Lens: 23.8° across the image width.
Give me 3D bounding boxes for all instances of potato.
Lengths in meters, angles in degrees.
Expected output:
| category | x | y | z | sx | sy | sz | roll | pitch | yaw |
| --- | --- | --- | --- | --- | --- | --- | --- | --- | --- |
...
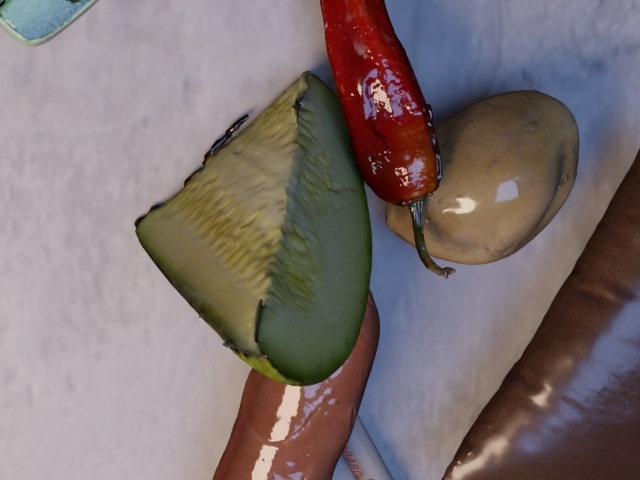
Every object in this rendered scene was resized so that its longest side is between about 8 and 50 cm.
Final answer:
| category | x | y | z | sx | sy | sz | roll | pitch | yaw |
| --- | --- | --- | --- | --- | --- | --- | --- | --- | --- |
| potato | 0.116 | -0.044 | 1.046 | 0.147 | 0.112 | 0.112 | -39 | 116 | -14 |

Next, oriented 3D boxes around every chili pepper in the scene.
| category | x | y | z | sx | sy | sz | roll | pitch | yaw |
| --- | --- | --- | --- | --- | --- | --- | --- | --- | --- |
| chili pepper | 0.036 | -0.101 | 0.993 | 0.050 | 0.059 | 0.268 | -17 | 92 | -30 |

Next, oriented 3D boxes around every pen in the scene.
| category | x | y | z | sx | sy | sz | roll | pitch | yaw |
| --- | --- | --- | --- | --- | --- | --- | --- | --- | --- |
| pen | 0.008 | 0.115 | 1.093 | 0.028 | 0.028 | 0.239 | -32 | 115 | -10 |

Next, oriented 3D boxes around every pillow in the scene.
| category | x | y | z | sx | sy | sz | roll | pitch | yaw |
| --- | --- | --- | --- | --- | --- | --- | --- | --- | --- |
| pillow | 0.279 | 0.114 | 1.153 | 0.308 | 0.108 | 0.305 | 29 | 95 | -27 |

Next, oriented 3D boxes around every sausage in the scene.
| category | x | y | z | sx | sy | sz | roll | pitch | yaw |
| --- | --- | --- | --- | --- | --- | --- | --- | --- | --- |
| sausage | -0.051 | 0.219 | 1.055 | 0.088 | 0.088 | 0.433 | 10 | 107 | -24 |

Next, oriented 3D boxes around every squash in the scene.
| category | x | y | z | sx | sy | sz | roll | pitch | yaw |
| --- | --- | --- | --- | --- | --- | --- | --- | --- | --- |
| squash | 0.000 | 0.000 | 0.930 | 0.169 | 0.252 | 0.093 | -44 | 118 | -4 |

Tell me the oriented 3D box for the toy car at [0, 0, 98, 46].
| category | x | y | z | sx | sy | sz | roll | pitch | yaw |
| --- | --- | --- | --- | --- | --- | --- | --- | --- | --- |
| toy car | -0.212 | -0.216 | 0.880 | 0.090 | 0.076 | 0.224 | -43 | 98 | -7 |
